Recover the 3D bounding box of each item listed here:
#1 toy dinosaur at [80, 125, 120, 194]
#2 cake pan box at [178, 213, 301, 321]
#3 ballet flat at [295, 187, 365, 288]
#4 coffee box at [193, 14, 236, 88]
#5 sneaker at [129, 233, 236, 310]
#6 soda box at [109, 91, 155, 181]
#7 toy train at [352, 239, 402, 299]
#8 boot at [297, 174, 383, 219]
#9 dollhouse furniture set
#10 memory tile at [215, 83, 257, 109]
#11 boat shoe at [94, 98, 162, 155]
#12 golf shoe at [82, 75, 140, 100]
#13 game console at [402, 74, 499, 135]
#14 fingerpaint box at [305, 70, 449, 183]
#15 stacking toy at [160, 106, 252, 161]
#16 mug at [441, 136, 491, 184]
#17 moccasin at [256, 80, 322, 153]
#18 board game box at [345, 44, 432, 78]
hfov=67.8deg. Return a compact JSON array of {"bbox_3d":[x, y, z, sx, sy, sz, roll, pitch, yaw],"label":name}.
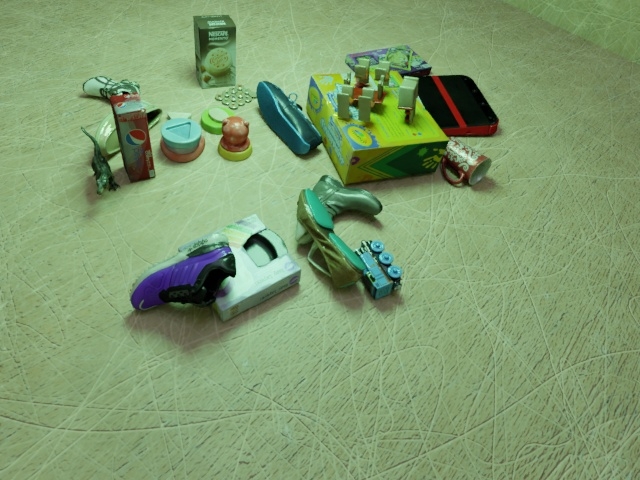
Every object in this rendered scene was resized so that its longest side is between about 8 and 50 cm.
[{"bbox_3d":[-0.666,-0.221,1.444,0.063,0.118,0.268,-21,59,-18],"label":"toy dinosaur"},{"bbox_3d":[-0.219,0.066,1.324,0.266,0.070,0.246,-25,61,-27],"label":"cake pan box"},{"bbox_3d":[0.000,0.000,1.390,0.116,0.124,0.343,15,36,-57],"label":"ballet flat"},{"bbox_3d":[-0.405,-0.724,1.832,0.141,0.247,0.098,-14,54,-21],"label":"coffee box"},{"bbox_3d":[-0.336,0.114,1.183,0.293,0.102,0.146,-33,64,2],"label":"sneaker"},{"bbox_3d":[-0.565,-0.307,1.441,0.083,0.263,0.092,-17,56,-24],"label":"soda box"},{"bbox_3d":[0.159,0.078,1.378,0.105,0.080,0.184,-20,56,-18],"label":"toy train"},{"bbox_3d":[0.060,-0.101,1.521,0.246,0.084,0.161,25,57,18],"label":"boot"},{"bbox_3d":[0.200,-0.496,1.643,0.258,0.135,0.262,13,48,15],"label":"dollhouse furniture set"},{"bbox_3d":[-0.328,-0.566,1.869,0.113,0.012,0.148,35,53,18],"label":"memory tile"},{"bbox_3d":[-0.638,-0.378,1.595,0.098,0.109,0.302,17,44,6],"label":"boat shoe"},{"bbox_3d":[-0.760,-0.540,1.725,0.197,0.077,0.094,-4,51,-12],"label":"golf shoe"},{"bbox_3d":[0.543,-0.578,2.023,0.341,0.060,0.387,-6,51,-9],"label":"game console"},{"bbox_3d":[0.191,-0.428,1.751,0.370,0.163,0.445,-10,53,-19],"label":"fingerpaint box"},{"bbox_3d":[-0.402,-0.408,1.645,0.308,0.131,0.280,-7,52,-17],"label":"stacking toy"},{"bbox_3d":[0.508,-0.292,1.734,0.150,0.113,0.169,-24,55,-29],"label":"mug"},{"bbox_3d":[-0.117,-0.451,1.755,0.116,0.138,0.342,-23,72,-31],"label":"moccasin"},{"bbox_3d":[0.310,-0.798,2.163,0.346,0.056,0.208,-18,60,-24],"label":"board game box"}]
